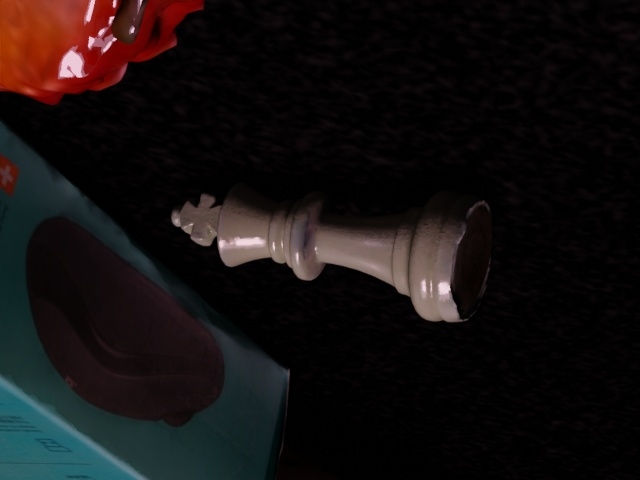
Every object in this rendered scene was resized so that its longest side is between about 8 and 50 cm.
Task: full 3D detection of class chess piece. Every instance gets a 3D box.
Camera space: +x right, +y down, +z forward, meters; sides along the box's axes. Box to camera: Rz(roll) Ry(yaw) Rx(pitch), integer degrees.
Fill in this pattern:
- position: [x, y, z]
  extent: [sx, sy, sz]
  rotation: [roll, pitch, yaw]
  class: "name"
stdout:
- position: [0.000, 0.000, 0.800]
  extent: [0.149, 0.059, 0.059]
  rotation: [7, 155, 22]
  class: "chess piece"

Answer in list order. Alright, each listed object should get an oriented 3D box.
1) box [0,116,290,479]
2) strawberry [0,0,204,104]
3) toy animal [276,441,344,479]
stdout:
- position: [-0.176, 0.058, 0.925]
  extent: [0.205, 0.118, 0.311]
  rotation: [-1, 151, 31]
  class: "box"
- position: [-0.098, -0.151, 0.481]
  extent: [0.237, 0.111, 0.190]
  rotation: [25, 132, 27]
  class: "strawberry"
- position: [-0.069, 0.206, 1.129]
  extent: [0.256, 0.195, 0.213]
  rotation: [-26, 96, 47]
  class: "toy animal"
